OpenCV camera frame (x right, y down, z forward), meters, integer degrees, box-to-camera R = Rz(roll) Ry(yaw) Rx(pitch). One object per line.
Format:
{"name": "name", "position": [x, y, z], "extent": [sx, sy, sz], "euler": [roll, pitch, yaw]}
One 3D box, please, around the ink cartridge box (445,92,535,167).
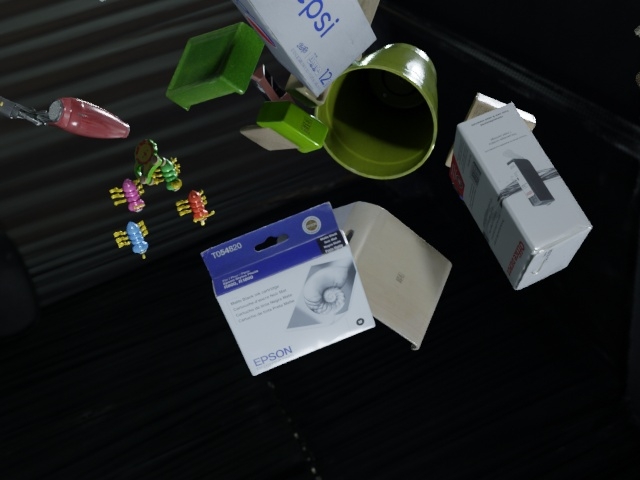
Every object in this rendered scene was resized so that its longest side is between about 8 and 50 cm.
{"name": "ink cartridge box", "position": [0.522, -0.309, 2.152], "extent": [0.088, 0.193, 0.234], "euler": [-63, 176, -59]}

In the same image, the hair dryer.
{"name": "hair dryer", "position": [-0.588, -0.291, 1.598], "extent": [0.223, 0.294, 0.080], "euler": [-143, -113, -76]}

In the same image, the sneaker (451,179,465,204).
{"name": "sneaker", "position": [0.474, -0.192, 1.979], "extent": [0.315, 0.182, 0.127], "euler": [-31, 103, -62]}

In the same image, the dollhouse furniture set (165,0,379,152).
{"name": "dollhouse furniture set", "position": [-0.056, -0.300, 1.012], "extent": [0.198, 0.301, 0.151], "euler": [29, -15, -35]}

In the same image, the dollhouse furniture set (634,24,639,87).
{"name": "dollhouse furniture set", "position": [0.770, -0.385, 1.282], "extent": [0.198, 0.303, 0.286], "euler": [61, 4, 2]}

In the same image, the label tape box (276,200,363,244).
{"name": "label tape box", "position": [0.000, 0.000, 1.864], "extent": [0.241, 0.334, 0.105], "euler": [13, 63, -68]}

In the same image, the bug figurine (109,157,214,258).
{"name": "bug figurine", "position": [-0.429, -0.093, 1.859], "extent": [0.072, 0.279, 0.216], "euler": [12, -51, 56]}

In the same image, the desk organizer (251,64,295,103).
{"name": "desk organizer", "position": [-0.122, -0.383, 1.780], "extent": [0.047, 0.050, 0.130], "euler": [37, -10, 44]}

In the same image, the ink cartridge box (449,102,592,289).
{"name": "ink cartridge box", "position": [0.348, -0.074, 1.250], "extent": [0.197, 0.114, 0.272], "euler": [76, -9, -67]}

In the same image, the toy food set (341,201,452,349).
{"name": "toy food set", "position": [0.154, 0.084, 1.585], "extent": [0.306, 0.219, 0.092], "euler": [35, -20, -27]}

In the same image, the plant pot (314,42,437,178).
{"name": "plant pot", "position": [0.212, -0.434, 2.150], "extent": [0.353, 0.367, 0.366], "euler": [-60, 144, -49]}

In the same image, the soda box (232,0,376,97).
{"name": "soda box", "position": [-0.047, -0.268, 0.679], "extent": [0.091, 0.098, 0.286], "euler": [47, 3, 31]}

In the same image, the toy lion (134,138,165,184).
{"name": "toy lion", "position": [-0.453, -0.208, 1.805], "extent": [0.096, 0.100, 0.034], "euler": [44, 19, 26]}

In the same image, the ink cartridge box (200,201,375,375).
{"name": "ink cartridge box", "position": [-0.047, 0.080, 1.100], "extent": [0.045, 0.223, 0.224], "euler": [-118, -173, -66]}
